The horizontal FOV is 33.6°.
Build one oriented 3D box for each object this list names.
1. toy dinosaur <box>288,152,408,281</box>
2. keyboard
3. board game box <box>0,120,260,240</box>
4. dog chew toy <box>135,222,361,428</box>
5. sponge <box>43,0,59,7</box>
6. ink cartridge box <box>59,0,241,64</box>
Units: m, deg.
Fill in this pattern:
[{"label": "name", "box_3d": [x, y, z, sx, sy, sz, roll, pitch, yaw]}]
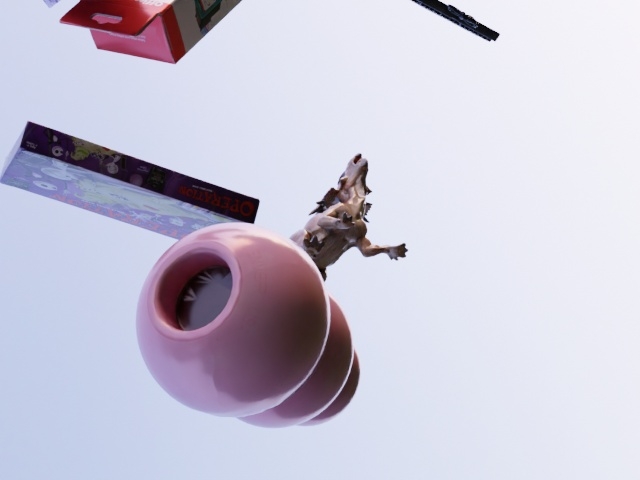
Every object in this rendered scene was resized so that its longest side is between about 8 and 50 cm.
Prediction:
[{"label": "toy dinosaur", "box_3d": [0.000, 0.000, 1.707, 0.296, 0.200, 0.127, -35, -65, -12]}, {"label": "keyboard", "box_3d": [0.223, -0.385, 1.816, 0.180, 0.108, 0.023, 21, -83, -24]}, {"label": "board game box", "box_3d": [-0.286, -0.073, 1.568, 0.347, 0.208, 0.056, 18, -103, -20]}, {"label": "dog chew toy", "box_3d": [-0.058, 0.116, 1.181, 0.332, 0.207, 0.206, 46, -127, -55]}, {"label": "sponge", "box_3d": [-0.273, -0.328, 1.263, 0.117, 0.210, 0.031, -39, -70, -12]}, {"label": "ink cartridge box", "box_3d": [-0.209, -0.304, 1.368, 0.231, 0.134, 0.078, -52, -35, -36]}]
